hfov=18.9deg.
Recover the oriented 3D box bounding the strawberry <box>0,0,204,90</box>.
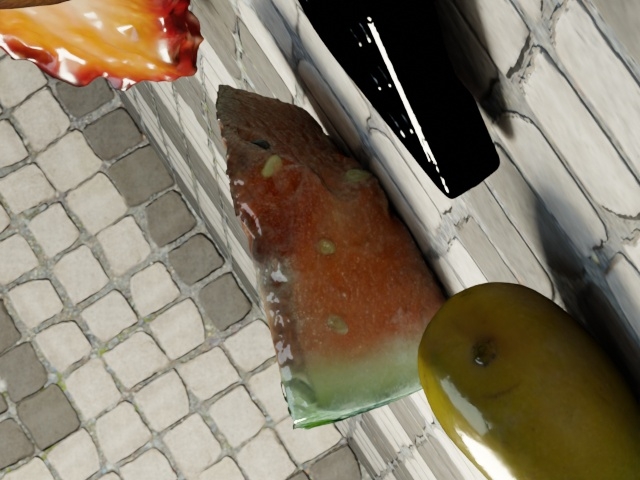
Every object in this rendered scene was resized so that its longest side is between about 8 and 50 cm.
[{"bbox_3d":[-0.211,-0.249,1.503,0.265,0.149,0.336,-2,152,33],"label":"strawberry"}]

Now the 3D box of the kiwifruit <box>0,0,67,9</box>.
[{"bbox_3d":[-0.179,-0.220,1.054,0.234,0.196,0.196,-22,-105,-53],"label":"kiwifruit"}]

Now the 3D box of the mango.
[{"bbox_3d":[0.120,0.100,1.001,0.130,0.092,0.194,49,175,41],"label":"mango"}]

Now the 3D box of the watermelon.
[{"bbox_3d":[0.000,0.000,1.356,0.193,0.140,0.256,-138,25,-83],"label":"watermelon"}]

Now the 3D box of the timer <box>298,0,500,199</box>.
[{"bbox_3d":[0.022,-0.115,0.883,0.144,0.055,0.187,55,178,33],"label":"timer"}]
